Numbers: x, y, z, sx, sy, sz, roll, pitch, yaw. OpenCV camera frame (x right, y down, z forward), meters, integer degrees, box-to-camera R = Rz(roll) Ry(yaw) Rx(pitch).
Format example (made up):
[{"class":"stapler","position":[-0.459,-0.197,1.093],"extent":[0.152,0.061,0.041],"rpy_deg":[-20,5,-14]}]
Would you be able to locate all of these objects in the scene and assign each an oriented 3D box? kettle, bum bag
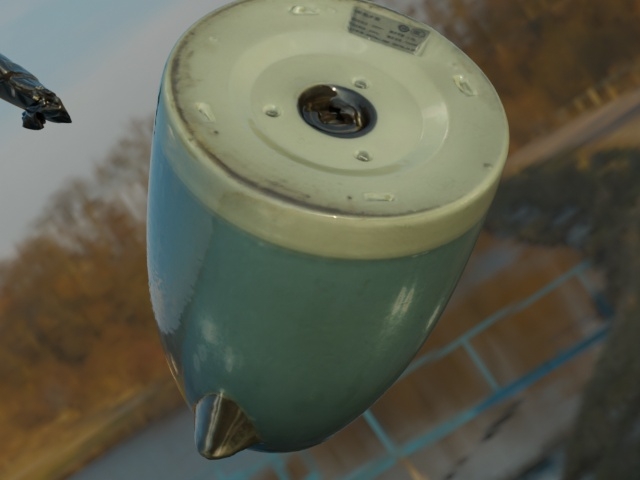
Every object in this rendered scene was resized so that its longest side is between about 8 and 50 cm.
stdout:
[{"class":"kettle","position":[0.000,0.000,1.377],"extent":[0.319,0.247,0.342],"rpy_deg":[-51,-18,-43]},{"class":"bum bag","position":[-0.330,-0.167,1.775],"extent":[0.049,0.198,0.087],"rpy_deg":[-55,-2,-4]}]
